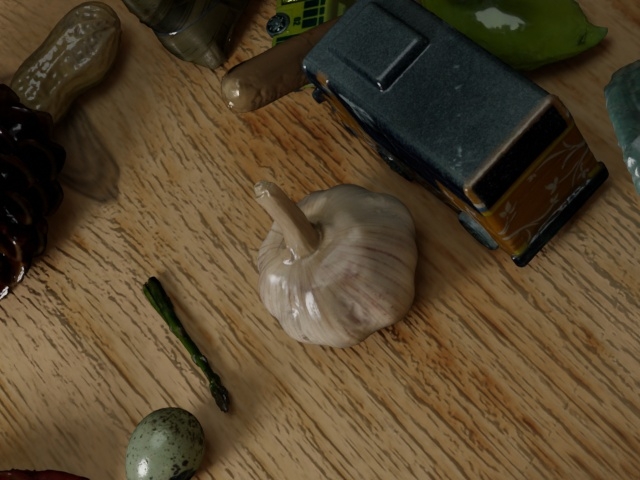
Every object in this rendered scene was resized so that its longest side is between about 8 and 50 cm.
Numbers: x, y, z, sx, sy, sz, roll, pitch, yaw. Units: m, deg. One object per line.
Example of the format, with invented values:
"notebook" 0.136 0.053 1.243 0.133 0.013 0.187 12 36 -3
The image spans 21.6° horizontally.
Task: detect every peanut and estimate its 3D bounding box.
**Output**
"peanut" -0.343 -0.225 2.243 0.098 0.090 0.214 41 86 7

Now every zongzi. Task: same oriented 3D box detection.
"zongzi" -0.170 -0.366 2.138 0.112 0.242 0.221 19 76 40

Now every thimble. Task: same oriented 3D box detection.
"thimble" 0.386 -0.100 1.737 0.143 0.198 0.235 -22 61 12

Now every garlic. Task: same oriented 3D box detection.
"garlic" 0.000 0.000 1.860 0.199 0.226 0.199 -16 52 21

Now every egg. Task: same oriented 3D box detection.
"egg" -0.177 0.241 1.898 0.085 0.085 0.110 21 79 34

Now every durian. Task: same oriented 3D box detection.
"durian" 0.208 -0.273 1.983 0.139 0.101 0.250 -47 58 -6

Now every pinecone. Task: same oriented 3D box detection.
"pinecone" -0.477 -0.052 2.115 0.298 0.242 0.295 -14 56 12

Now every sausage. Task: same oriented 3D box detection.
"sausage" 0.007 -0.226 1.991 0.301 0.065 0.066 -29 46 -33

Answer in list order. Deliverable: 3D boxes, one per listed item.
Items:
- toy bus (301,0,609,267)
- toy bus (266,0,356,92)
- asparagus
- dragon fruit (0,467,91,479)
"toy bus" 0.143 -0.138 1.884 0.162 0.194 0.323 -47 54 -3
"toy bus" -0.007 -0.282 2.105 0.101 0.088 0.175 -8 59 23
"asparagus" -0.156 0.124 1.994 0.023 0.022 0.233 -8 43 -31
"dragon fruit" -0.422 0.374 1.906 0.317 0.152 0.205 -18 58 17
